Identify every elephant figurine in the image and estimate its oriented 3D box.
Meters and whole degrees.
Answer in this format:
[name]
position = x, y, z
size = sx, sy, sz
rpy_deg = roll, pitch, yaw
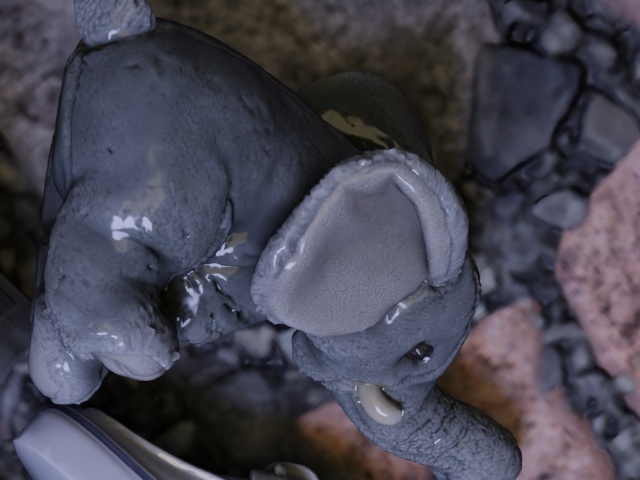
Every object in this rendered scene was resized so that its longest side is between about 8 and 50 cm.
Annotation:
[elephant figurine]
position = 0.000, 0.000, 0.600
size = 0.239, 0.186, 0.169
rpy_deg = 7, 61, -13

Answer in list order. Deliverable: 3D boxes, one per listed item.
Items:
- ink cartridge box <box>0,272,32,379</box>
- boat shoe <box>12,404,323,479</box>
[ink cartridge box]
position = -0.226, -0.009, 0.513
size = 0.239, 0.275, 0.060
rpy_deg = 44, 93, -6
[boat shoe]
position = -0.016, 0.149, 0.635
size = 0.267, 0.096, 0.088
rpy_deg = 36, 66, 0
